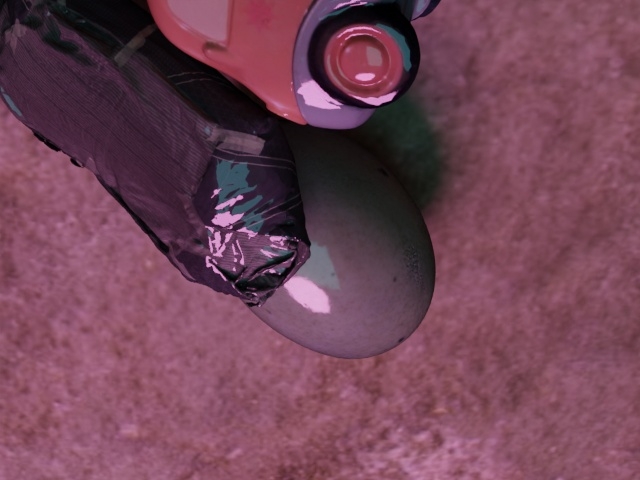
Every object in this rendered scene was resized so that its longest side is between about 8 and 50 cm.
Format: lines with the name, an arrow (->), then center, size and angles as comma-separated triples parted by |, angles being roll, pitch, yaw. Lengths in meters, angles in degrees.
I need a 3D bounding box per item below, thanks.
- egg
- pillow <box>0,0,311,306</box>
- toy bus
egg -> 0.000, 0.000, 0.933 | 0.169, 0.169, 0.236 | -34, 112, 24
pillow -> -0.138, -0.091, 0.828 | 0.335, 0.092, 0.161 | 39, 134, 14
toy bus -> -0.020, -0.227, 0.733 | 0.232, 0.194, 0.288 | 13, 123, 3
